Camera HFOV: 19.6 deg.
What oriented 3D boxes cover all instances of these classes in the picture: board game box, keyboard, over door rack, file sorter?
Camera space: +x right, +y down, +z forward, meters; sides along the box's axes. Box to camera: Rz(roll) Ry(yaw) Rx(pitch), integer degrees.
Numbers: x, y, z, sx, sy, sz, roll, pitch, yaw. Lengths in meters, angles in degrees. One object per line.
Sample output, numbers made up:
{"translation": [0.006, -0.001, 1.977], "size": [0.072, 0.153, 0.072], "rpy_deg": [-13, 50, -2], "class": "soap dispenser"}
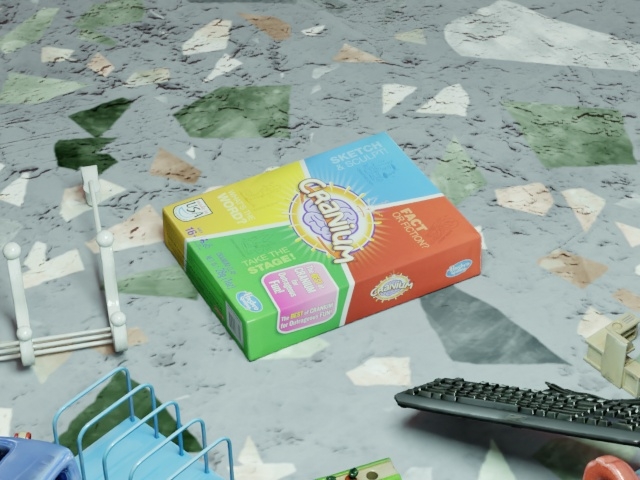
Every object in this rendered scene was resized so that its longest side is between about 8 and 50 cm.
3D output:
{"translation": [0.000, 0.000, 2.254], "size": [0.316, 0.064, 0.242], "rpy_deg": [-20, 44, -21], "class": "board game box"}
{"translation": [0.257, 0.177, 1.984], "size": [0.317, 0.033, 0.201], "rpy_deg": [7, 6, 36], "class": "keyboard"}
{"translation": [-0.367, 0.017, 2.212], "size": [0.239, 0.108, 0.324], "rpy_deg": [-8, 41, -9], "class": "over door rack"}
{"translation": [-0.187, 0.228, 1.963], "size": [0.170, 0.104, 0.118], "rpy_deg": [30, 49, 32], "class": "file sorter"}

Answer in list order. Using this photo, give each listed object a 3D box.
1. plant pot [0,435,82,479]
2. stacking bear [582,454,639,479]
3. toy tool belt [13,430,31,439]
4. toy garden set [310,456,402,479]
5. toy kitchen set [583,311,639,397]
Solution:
{"translation": [-0.359, 0.321, 1.768], "size": [0.212, 0.236, 0.236], "rpy_deg": [14, 44, 25], "class": "plant pot"}
{"translation": [0.393, 0.276, 1.859], "size": [0.289, 0.175, 0.164], "rpy_deg": [-14, 68, -28], "class": "stacking bear"}
{"translation": [-0.348, 0.234, 2.002], "size": [0.051, 0.052, 0.083], "rpy_deg": [12, 41, 2], "class": "toy tool belt"}
{"translation": [0.022, 0.325, 1.886], "size": [0.203, 0.049, 0.244], "rpy_deg": [-15, 42, -15], "class": "toy garden set"}
{"translation": [0.354, 0.117, 2.106], "size": [0.075, 0.068, 0.083], "rpy_deg": [-29, 48, -29], "class": "toy kitchen set"}
